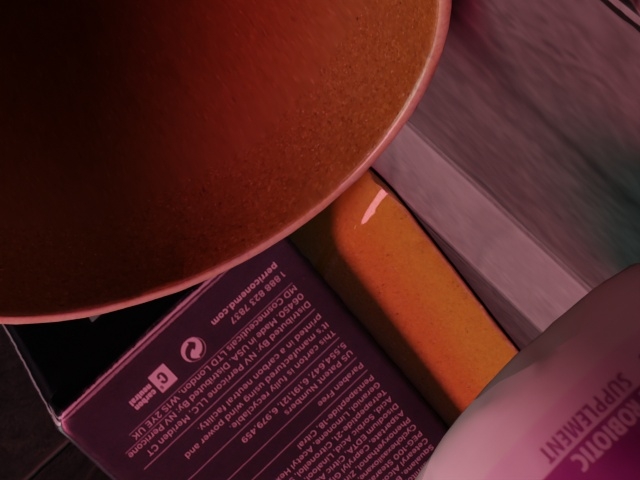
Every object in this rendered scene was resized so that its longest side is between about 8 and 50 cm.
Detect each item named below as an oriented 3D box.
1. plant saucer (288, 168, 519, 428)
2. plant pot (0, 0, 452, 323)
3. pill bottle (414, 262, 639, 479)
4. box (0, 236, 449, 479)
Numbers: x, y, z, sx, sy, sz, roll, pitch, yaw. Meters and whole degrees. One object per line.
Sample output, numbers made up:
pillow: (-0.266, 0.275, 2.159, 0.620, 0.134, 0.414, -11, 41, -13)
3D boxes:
plant saucer: (0.051, 0.051, 1.143, 0.332, 0.081, 0.333, 49, 174, -25)
plant pot: (-0.112, -0.137, 0.522, 0.254, 0.237, 0.237, 60, -179, 27)
pill bottle: (0.184, 0.160, 0.466, 0.301, 0.169, 0.169, 44, 173, 24)
box: (-0.056, 0.144, 1.110, 0.395, 0.212, 0.293, 50, 173, -28)
